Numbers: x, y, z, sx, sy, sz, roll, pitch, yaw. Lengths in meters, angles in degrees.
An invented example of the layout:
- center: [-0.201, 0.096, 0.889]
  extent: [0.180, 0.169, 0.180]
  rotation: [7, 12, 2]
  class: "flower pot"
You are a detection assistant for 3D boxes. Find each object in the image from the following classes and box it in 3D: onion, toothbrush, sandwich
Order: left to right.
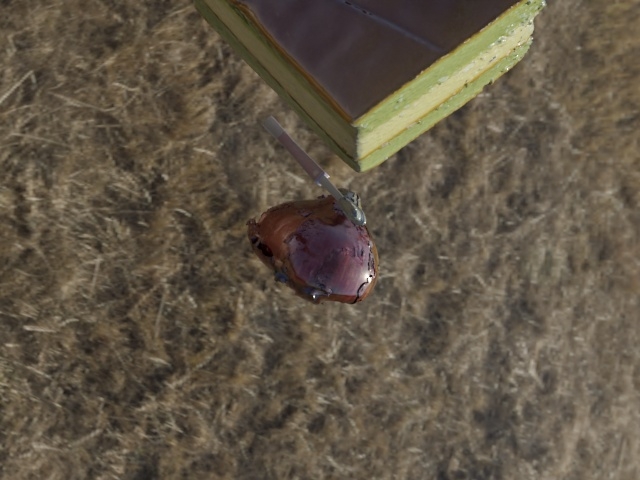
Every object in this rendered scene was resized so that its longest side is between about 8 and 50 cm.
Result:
- center: [-0.009, -0.068, 0.793]
  extent: [0.014, 0.194, 0.017]
  rotation: [-46, 132, 6]
  class: "toothbrush"
- center: [0.000, 0.000, 1.091]
  extent: [0.184, 0.184, 0.147]
  rotation: [21, 94, -39]
  class: "onion"
- center: [0.019, -0.153, 0.535]
  extent: [0.144, 0.117, 0.187]
  rotation: [-41, 79, -7]
  class: "sandwich"
